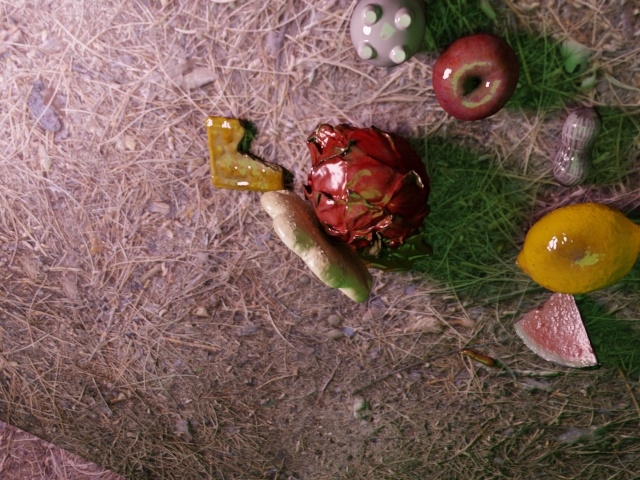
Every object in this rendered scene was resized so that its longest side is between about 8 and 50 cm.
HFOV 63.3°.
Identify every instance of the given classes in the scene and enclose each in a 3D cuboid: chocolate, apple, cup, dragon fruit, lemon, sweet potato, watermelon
[{"bbox_3d":[0.499,-0.178,1.013,0.072,0.072,0.167,5,123,8],"label":"chocolate"},{"bbox_3d":[0.280,-0.298,0.944,0.153,0.120,0.153,3,121,4],"label":"apple"},{"bbox_3d":[0.113,-0.390,0.898,0.134,0.142,0.173,-4,123,15],"label":"cup"},{"bbox_3d":[0.086,-0.111,1.042,0.299,0.244,0.244,47,122,-1],"label":"dragon fruit"},{"bbox_3d":[0.530,0.017,1.071,0.257,0.188,0.188,-21,118,29],"label":"lemon"},{"bbox_3d":[0.431,0.318,1.403,0.115,0.026,0.026,24,126,-3],"label":"sweet potato"},{"bbox_3d":[0.572,0.230,1.238,0.136,0.207,0.202,-26,101,-3],"label":"watermelon"}]

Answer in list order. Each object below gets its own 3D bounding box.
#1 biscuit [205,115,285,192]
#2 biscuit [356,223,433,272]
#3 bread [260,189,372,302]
[{"bbox_3d":[-0.170,-0.190,1.160,0.174,0.039,0.183,4,126,10],"label":"biscuit"},{"bbox_3d":[0.163,0.004,1.230,0.215,0.034,0.182,14,127,2],"label":"biscuit"},{"bbox_3d":[0.000,0.000,1.103,0.316,0.316,0.054,42,105,-18],"label":"bread"}]
